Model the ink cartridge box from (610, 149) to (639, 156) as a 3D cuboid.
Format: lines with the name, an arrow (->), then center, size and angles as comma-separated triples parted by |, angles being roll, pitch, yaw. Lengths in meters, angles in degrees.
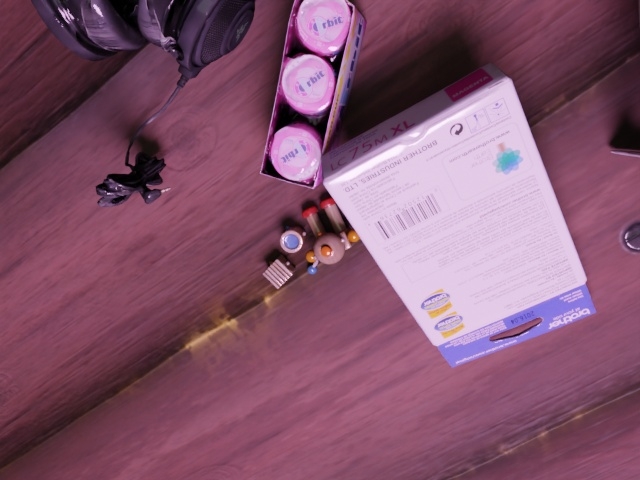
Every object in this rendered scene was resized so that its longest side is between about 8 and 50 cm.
ink cartridge box -> 0.457, 0.006, 0.494 | 0.353, 0.207, 0.119 | 11, 104, 8

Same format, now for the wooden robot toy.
wooden robot toy -> 0.000, 0.000, 0.638 | 0.173, 0.079, 0.076 | -27, 98, 14

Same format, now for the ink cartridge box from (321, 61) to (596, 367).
ink cartridge box -> 0.156, -0.003, 0.581 | 0.185, 0.065, 0.311 | -27, 120, 15

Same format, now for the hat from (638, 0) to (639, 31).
hat -> 0.421, -0.245, 0.480 | 0.330, 0.134, 0.332 | 1, 103, 5

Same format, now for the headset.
headset -> -0.186, -0.240, 0.556 | 0.243, 0.185, 0.395 | 9, 114, 8

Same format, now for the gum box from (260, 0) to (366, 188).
gum box -> -0.004, -0.160, 0.586 | 0.062, 0.107, 0.189 | 15, 105, 6
